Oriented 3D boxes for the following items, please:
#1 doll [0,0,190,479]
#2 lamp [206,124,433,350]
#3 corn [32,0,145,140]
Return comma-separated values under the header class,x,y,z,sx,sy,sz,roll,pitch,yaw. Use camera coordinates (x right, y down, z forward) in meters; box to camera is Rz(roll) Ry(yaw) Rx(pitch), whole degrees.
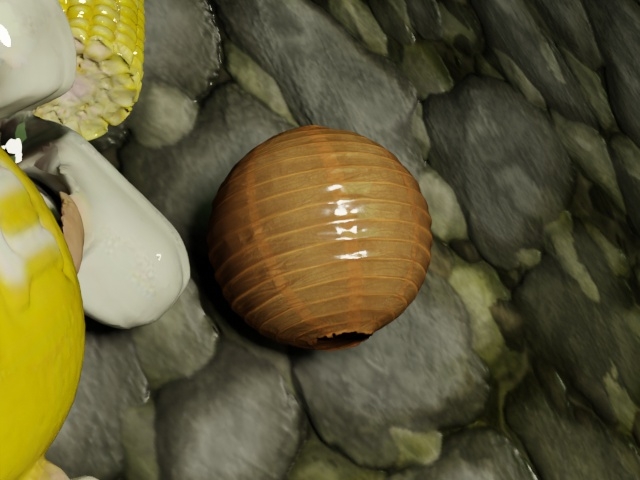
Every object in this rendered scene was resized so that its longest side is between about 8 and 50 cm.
class,x,y,z,sx,sy,sz,roll,pitch,yaw
doll,-0.173,0.024,0.735,0.348,0.161,0.423,34,29,-33
lamp,0.000,0.000,0.993,0.136,0.136,0.136,33,35,-27
corn,-0.154,-0.173,1.022,0.093,0.093,0.244,21,42,-39
